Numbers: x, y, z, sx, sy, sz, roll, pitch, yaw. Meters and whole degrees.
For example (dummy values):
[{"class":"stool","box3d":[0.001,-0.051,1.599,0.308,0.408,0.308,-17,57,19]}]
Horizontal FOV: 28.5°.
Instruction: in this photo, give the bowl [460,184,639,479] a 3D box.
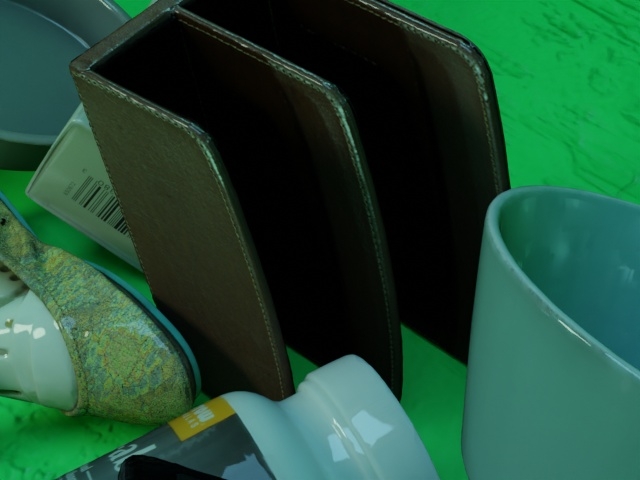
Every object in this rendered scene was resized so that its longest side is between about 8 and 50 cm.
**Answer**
[{"class":"bowl","box3d":[0.202,0.113,0.705,0.311,0.163,0.311,21,22,-9]}]

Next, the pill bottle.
[{"class":"pill bottle","box3d":[-0.072,0.186,0.742,0.278,0.162,0.162,-27,47,-14]}]

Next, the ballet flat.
[{"class":"ballet flat","box3d":[-0.226,0.053,0.929,0.123,0.123,0.348,-36,45,-22]}]

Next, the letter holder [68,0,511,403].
[{"class":"letter holder","box3d":[0.000,0.000,0.808,0.214,0.302,0.152,30,59,33]}]

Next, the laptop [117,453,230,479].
[{"class":"laptop","box3d":[0.055,0.337,0.538,0.381,0.236,0.408,20,17,-14]}]

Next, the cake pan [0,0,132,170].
[{"class":"cake pan","box3d":[-0.288,-0.166,1.112,0.293,0.054,0.293,19,38,-15]}]

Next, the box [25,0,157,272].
[{"class":"box","box3d":[-0.098,-0.133,1.044,0.148,0.121,0.311,35,50,-11]}]
